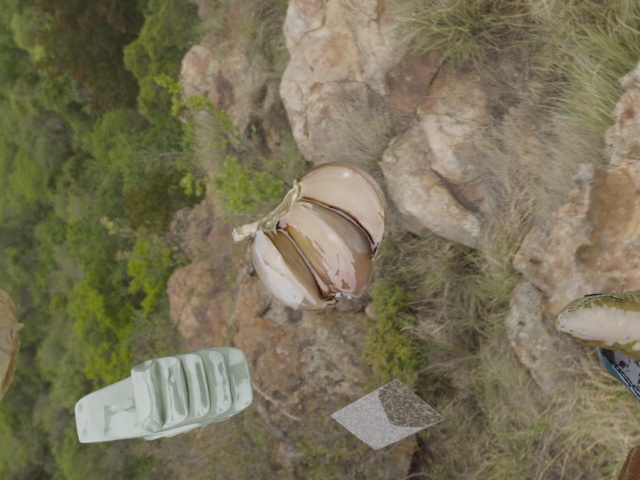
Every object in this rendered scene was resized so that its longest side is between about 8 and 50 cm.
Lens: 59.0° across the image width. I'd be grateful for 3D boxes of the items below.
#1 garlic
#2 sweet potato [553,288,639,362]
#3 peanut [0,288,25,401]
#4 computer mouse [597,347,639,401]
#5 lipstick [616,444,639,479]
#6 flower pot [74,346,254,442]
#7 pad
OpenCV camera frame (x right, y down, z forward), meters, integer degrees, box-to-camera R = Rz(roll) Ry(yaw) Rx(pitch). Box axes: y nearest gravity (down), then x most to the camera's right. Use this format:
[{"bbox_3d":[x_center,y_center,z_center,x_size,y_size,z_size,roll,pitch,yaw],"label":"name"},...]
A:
[{"bbox_3d":[0.000,0.000,0.830,0.191,0.160,0.214,45,78,0],"label":"garlic"},{"bbox_3d":[0.342,0.111,0.427,0.310,0.124,0.097,29,101,26],"label":"sweet potato"},{"bbox_3d":[-0.483,0.178,0.653,0.158,0.340,0.174,-30,105,36],"label":"peanut"},{"bbox_3d":[0.550,0.204,0.905,0.233,0.097,0.137,46,120,42],"label":"computer mouse"},{"bbox_3d":[0.579,0.466,1.046,0.077,0.419,0.077,1,91,37],"label":"lipstick"},{"bbox_3d":[-0.341,0.346,1.237,0.368,0.254,0.164,-28,70,35],"label":"flower pot"},{"bbox_3d":[0.155,0.419,1.341,0.158,0.003,0.235,41,125,-12],"label":"pad"}]
